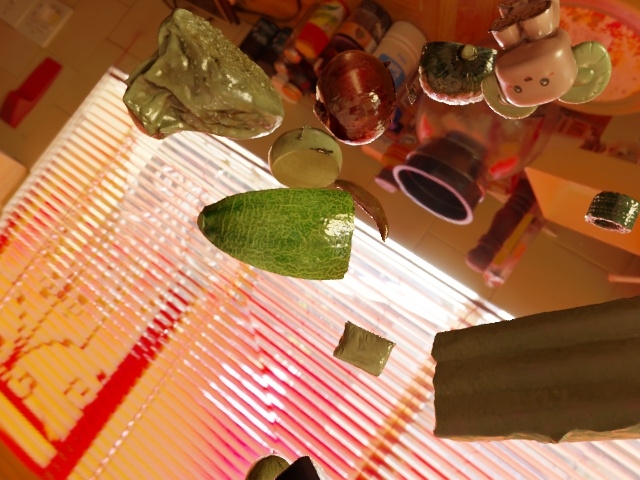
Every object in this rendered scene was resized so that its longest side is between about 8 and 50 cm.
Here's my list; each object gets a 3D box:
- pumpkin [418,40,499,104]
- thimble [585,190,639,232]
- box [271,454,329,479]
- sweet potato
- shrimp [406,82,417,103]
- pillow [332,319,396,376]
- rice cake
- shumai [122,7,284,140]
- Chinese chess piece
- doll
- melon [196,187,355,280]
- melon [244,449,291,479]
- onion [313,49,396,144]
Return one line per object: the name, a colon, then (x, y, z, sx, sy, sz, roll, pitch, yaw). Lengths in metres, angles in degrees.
pumpkin: (0.495, -0.588, 1.663, 0.293, 0.197, 0.263, 11, -165, 9)
thimble: (0.841, -0.081, 1.335, 0.118, 0.090, 0.135, 25, -179, 8)
box: (-0.016, 0.418, 0.554, 0.259, 0.168, 0.071, 46, 173, 47)
sweet potato: (0.148, -0.113, 1.477, 0.255, 0.078, 0.058, 50, 168, 6)
shrimp: (0.365, -0.588, 1.847, 0.038, 0.029, 0.092, -7, 131, 24)
pillow: (0.143, 0.354, 1.518, 0.181, 0.134, 0.078, 21, 167, 16)
rice cake: (0.211, 0.120, 0.414, 0.237, 0.127, 0.043, -23, 131, 35)
shumai: (-0.213, -0.257, 0.852, 0.260, 0.222, 0.225, 28, -153, -31)
Chinese chess piece: (-0.043, -0.249, 1.430, 0.237, 0.092, 0.238, 0, 153, 0)
doll: (0.518, -0.428, 1.105, 0.284, 0.216, 0.268, -4, 137, 40)
melon: (-0.095, -0.021, 0.981, 0.323, 0.196, 0.124, 4, -176, -14)
melon: (-0.124, 0.613, 1.144, 0.139, 0.139, 0.192, 38, -142, -33)
onion: (0.099, -0.417, 1.382, 0.276, 0.276, 0.276, 35, 175, 3)
